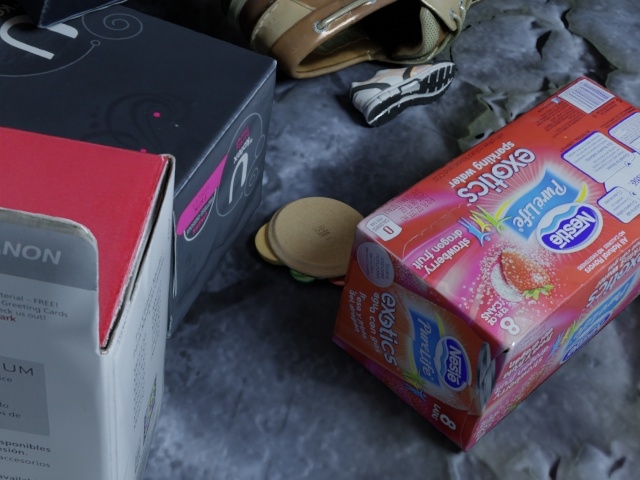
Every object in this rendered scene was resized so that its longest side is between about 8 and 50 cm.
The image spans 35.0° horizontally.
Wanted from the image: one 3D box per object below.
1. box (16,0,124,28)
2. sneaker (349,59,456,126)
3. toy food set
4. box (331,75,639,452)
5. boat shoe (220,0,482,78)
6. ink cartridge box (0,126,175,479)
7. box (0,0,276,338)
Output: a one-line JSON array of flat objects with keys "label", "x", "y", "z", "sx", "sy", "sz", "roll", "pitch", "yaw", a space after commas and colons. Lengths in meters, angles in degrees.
[{"label": "box", "x": -0.154, "y": -0.484, "z": 0.610, "sx": 0.297, "sy": 0.480, "sz": 0.471, "roll": -33, "pitch": 77, "yaw": -39}, {"label": "sneaker", "x": 0.072, "y": -0.138, "z": 0.886, "sx": 0.109, "sy": 0.040, "sz": 0.044, "roll": -25, "pitch": 54, "yaw": -29}, {"label": "toy food set", "x": 0.000, "y": 0.000, "z": 0.757, "sx": 0.083, "sy": 0.020, "sz": 0.083, "roll": 32, "pitch": 50, "yaw": 20}, {"label": "box", "x": 0.144, "y": 0.008, "z": 0.703, "sx": 0.128, "sy": 0.122, "sz": 0.257, "roll": 39, "pitch": 53, "yaw": 25}, {"label": "boat shoe", "x": 0.070, "y": -0.212, "z": 0.913, "sx": 0.324, "sy": 0.122, "sz": 0.120, "roll": -21, "pitch": 68, "yaw": -28}, {"label": "ink cartridge box", "x": -0.234, "y": 0.020, "z": 0.484, "sx": 0.310, "sy": 0.271, "sz": 0.130, "roll": 11, "pitch": 46, "yaw": -2}, {"label": "box", "x": -0.188, "y": -0.074, "z": 0.711, "sx": 0.270, "sy": 0.143, "sz": 0.165, "roll": 21, "pitch": 47, "yaw": 9}]
